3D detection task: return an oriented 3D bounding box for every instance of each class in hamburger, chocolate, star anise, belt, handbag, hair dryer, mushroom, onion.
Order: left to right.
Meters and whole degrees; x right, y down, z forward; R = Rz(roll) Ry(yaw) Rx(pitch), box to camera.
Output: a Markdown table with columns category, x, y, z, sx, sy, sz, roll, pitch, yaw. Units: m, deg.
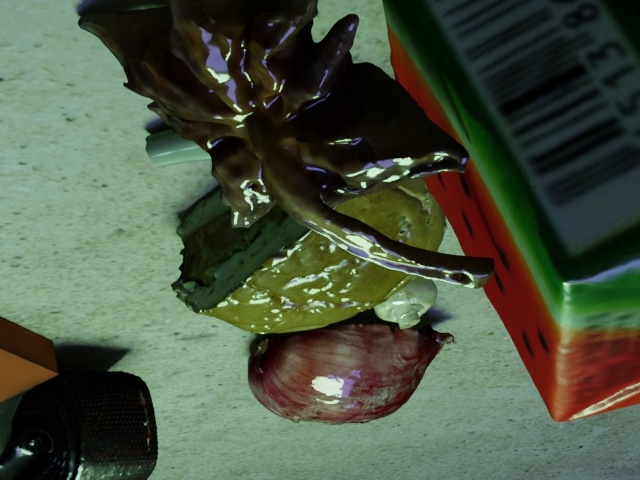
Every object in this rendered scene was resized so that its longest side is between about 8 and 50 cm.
| category | x | y | z | sx | sy | sz | roll | pitch | yaw |
| --- | --- | --- | --- | --- | --- | --- | --- | --- | --- |
| handbag | -0.420 | 0.156 | 1.484 | 0.190 | 0.063 | 0.127 | -26 | 151 | 16 |
| belt | -0.338 | 0.268 | 1.592 | 0.164 | 0.184 | 0.289 | 2 | 150 | -43 |
| hair dryer | -0.114 | -0.122 | 1.106 | 0.167 | 0.067 | 0.199 | -23 | 141 | 30 |
| star anise | -0.031 | -0.090 | 0.962 | 0.292 | 0.109 | 0.349 | 7 | 139 | 51 |
| hamburger | 0.000 | 0.000 | 1.295 | 0.211 | 0.132 | 0.309 | 17 | 139 | -41 |
| onion | 0.054 | 0.172 | 1.638 | 0.283 | 0.120 | 0.227 | -5 | 167 | -22 |
| mushroom | 0.101 | 0.071 | 1.544 | 0.083 | 0.067 | 0.083 | -16 | 159 | -6 |
| chocolate | 0.186 | -0.058 | 0.995 | 0.161 | 0.360 | 0.341 | -24 | 153 | -3 |
